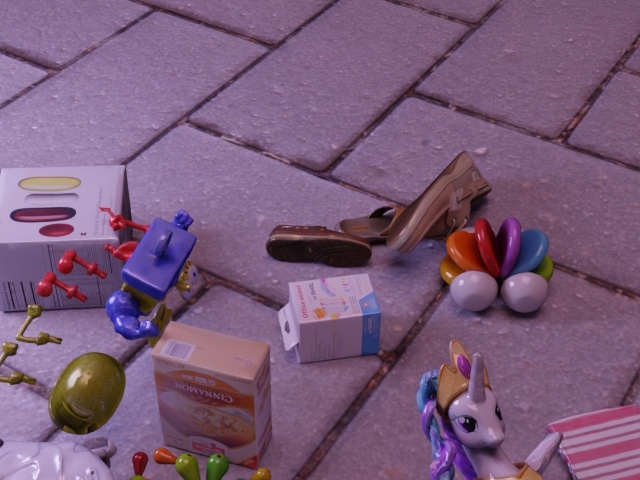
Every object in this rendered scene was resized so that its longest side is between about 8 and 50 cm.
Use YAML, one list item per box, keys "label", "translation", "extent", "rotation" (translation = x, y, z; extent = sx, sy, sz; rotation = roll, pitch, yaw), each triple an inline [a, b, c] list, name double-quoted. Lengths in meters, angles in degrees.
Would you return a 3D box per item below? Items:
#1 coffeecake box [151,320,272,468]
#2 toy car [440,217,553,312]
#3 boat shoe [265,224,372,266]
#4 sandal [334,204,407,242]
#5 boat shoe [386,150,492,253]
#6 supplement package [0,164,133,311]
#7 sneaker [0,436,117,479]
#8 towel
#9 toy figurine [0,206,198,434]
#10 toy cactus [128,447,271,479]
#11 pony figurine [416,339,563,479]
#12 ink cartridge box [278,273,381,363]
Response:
- label: "coffeecake box"
  translation: [-0.142, 0.209, 1.369]
  extent: [0.142, 0.185, 0.068]
  rotation: [12, 42, 13]
- label: "toy car"
  translation: [0.285, 0.023, 1.629]
  extent: [0.182, 0.136, 0.159]
  rotation: [2, 41, 1]
- label: "boat shoe"
  translation: [0.000, 0.000, 1.706]
  extent: [0.178, 0.064, 0.060]
  rotation: [5, 43, 8]
- label: "sandal"
  translation: [0.111, -0.034, 1.756]
  extent: [0.180, 0.049, 0.072]
  rotation: [-8, 42, -20]
- label: "boat shoe"
  translation: [0.211, -0.051, 1.726]
  extent: [0.098, 0.109, 0.302]
  rotation: [45, 39, 0]
- label: "supplement package"
  translation: [-0.414, -0.007, 1.642]
  extent: [0.203, 0.149, 0.194]
  rotation: [-2, 41, -5]
- label: "sneaker"
  translation: [-0.344, 0.372, 1.213]
  extent: [0.210, 0.137, 0.366]
  rotation: [-7, 38, -5]
- label: "towel"
  translation: [0.410, 0.313, 1.384]
  extent: [0.144, 0.029, 0.197]
  rotation: [-10, 45, -13]
- label: "toy figurine"
  translation: [-0.269, 0.055, 1.375]
  extent: [0.191, 0.217, 0.362]
  rotation: [34, 50, -6]
- label: "toy cactus"
  translation: [-0.157, 0.357, 1.285]
  extent: [0.219, 0.112, 0.180]
  rotation: [12, 61, 9]
- label: "pony figurine"
  translation: [0.208, 0.326, 1.171]
  extent: [0.303, 0.351, 0.363]
  rotation: [-19, 63, -17]
- label: "ink cartridge box"
  translation: [0.011, 0.119, 1.549]
  extent: [0.143, 0.090, 0.092]
  rotation: [-7, 42, -9]
